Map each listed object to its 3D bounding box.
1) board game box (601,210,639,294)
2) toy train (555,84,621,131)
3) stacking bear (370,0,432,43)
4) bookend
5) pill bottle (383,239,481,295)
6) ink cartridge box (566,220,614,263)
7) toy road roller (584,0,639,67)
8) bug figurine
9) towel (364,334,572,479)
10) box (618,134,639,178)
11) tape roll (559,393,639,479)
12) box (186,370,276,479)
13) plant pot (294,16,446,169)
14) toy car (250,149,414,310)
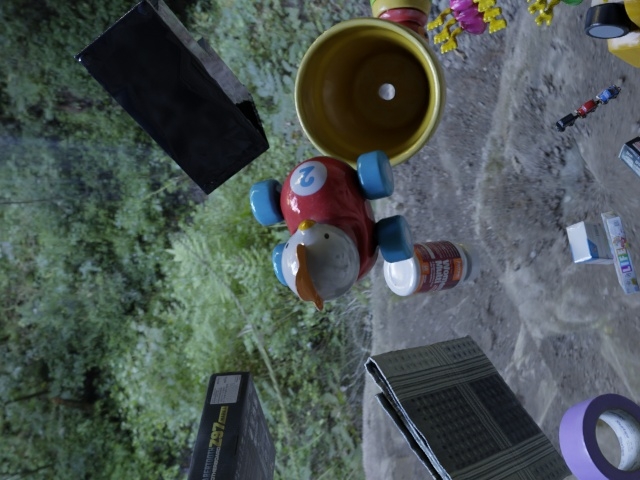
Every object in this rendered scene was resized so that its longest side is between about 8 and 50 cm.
[{"bbox_3d":[0.602,0.022,1.368,0.026,0.103,0.154,-15,94,19],"label":"board game box"},{"bbox_3d":[0.590,-0.293,1.502,0.158,0.036,0.027,-34,67,12],"label":"toy train"},{"bbox_3d":[0.198,-0.557,1.626,0.164,0.175,0.289,-6,78,34],"label":"stacking bear"},{"bbox_3d":[-0.129,-0.147,0.612,0.072,0.156,0.157,-36,122,9],"label":"bookend"},{"bbox_3d":[0.270,0.062,1.623,0.121,0.221,0.121,12,104,56],"label":"pill bottle"},{"bbox_3d":[0.635,0.007,1.571,0.052,0.122,0.088,-30,62,54],"label":"ink cartridge box"},{"bbox_3d":[0.749,-0.523,1.484,0.240,0.329,0.202,8,88,48],"label":"toy road roller"},{"bbox_3d":[0.194,-0.329,0.755,0.279,0.072,0.216,-12,133,29],"label":"bug figurine"},{"bbox_3d":[0.243,0.303,1.137,0.056,0.324,0.312,-52,57,30],"label":"towel"},{"bbox_3d":[0.698,-0.131,1.255,0.175,0.051,0.220,-28,59,-5],"label":"box"},{"bbox_3d":[0.601,0.420,1.416,0.189,0.189,0.080,52,149,10],"label":"tape roll"},{"bbox_3d":[-0.109,0.311,0.851,0.059,0.232,0.183,-6,128,9],"label":"box"},{"bbox_3d":[0.106,-0.266,1.236,0.254,0.239,0.254,4,104,15],"label":"plant pot"},{"bbox_3d":[0.000,0.000,0.992,0.219,0.238,0.210,-13,108,18],"label":"toy car"}]
